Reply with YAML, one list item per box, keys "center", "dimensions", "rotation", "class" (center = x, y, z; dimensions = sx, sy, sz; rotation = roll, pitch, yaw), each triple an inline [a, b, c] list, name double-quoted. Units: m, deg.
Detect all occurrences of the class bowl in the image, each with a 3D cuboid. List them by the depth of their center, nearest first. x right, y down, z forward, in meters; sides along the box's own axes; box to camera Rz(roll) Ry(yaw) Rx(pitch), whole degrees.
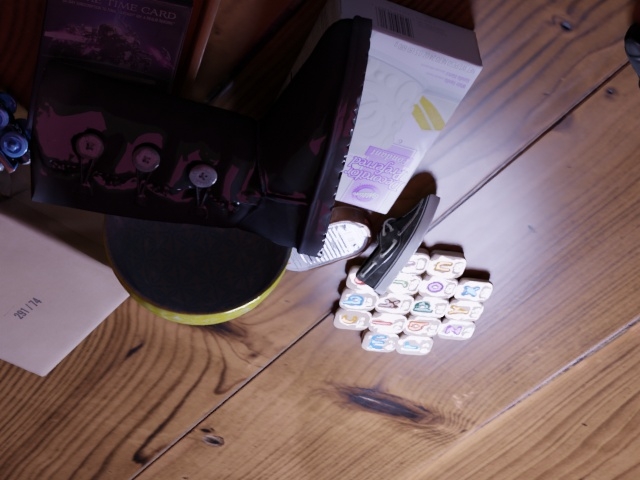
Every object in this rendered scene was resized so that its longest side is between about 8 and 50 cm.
- center: [-0.189, 0.018, 1.797]
  dimensions: [0.289, 0.289, 0.156]
  rotation: [1, 151, -6]
  class: "bowl"

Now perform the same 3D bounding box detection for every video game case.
- center: [-0.307, -0.250, 1.661]
  dimensions: [0.196, 0.026, 0.274]
  rotation: [10, 133, -14]
  class: "video game case"

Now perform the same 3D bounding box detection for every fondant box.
- center: [0.066, -0.209, 1.786]
  dimensions: [0.238, 0.096, 0.330]
  rotation: [15, 134, -19]
  class: "fondant box"

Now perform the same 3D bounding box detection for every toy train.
- center: [-0.515, -0.182, 1.757]
  dimensions: [0.105, 0.080, 0.184]
  rotation: [-27, 115, 14]
  class: "toy train"

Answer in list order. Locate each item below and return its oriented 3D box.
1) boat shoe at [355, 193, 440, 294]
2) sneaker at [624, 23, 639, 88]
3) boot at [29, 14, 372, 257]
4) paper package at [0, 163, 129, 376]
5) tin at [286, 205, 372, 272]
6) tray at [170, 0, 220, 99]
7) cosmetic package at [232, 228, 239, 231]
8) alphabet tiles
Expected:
- center: [0.132, 0.001, 2.016]
  dimensions: [0.070, 0.078, 0.219]
  rotation: [31, 119, -3]
  class: "boat shoe"
- center: [0.583, -0.306, 1.699]
  dimensions: [0.286, 0.109, 0.130]
  rotation: [-21, 127, 32]
  class: "sneaker"
- center: [-0.175, -0.184, 1.633]
  dimensions: [0.445, 0.146, 0.367]
  rotation: [14, 111, 0]
  class: "boot"
- center: [-0.504, 0.042, 1.947]
  dimensions: [0.309, 0.168, 0.325]
  rotation: [29, 128, -30]
  class: "paper package"
- center: [0.000, 0.000, 2.038]
  dimensions: [0.190, 0.040, 0.106]
  rotation: [-18, 130, 13]
  class: "tin"
- center: [-0.282, -0.281, 1.701]
  dimensions: [0.203, 0.076, 0.411]
  rotation: [11, 135, -15]
  class: "tray"
- center: [-0.146, -0.019, 1.949]
  dimensions: [0.231, 0.117, 0.085]
  rotation: [-30, 129, 25]
  class: "cosmetic package"
- center: [0.173, 0.117, 2.181]
  dimensions: [0.278, 0.021, 0.284]
  rotation: [6, 135, -11]
  class: "alphabet tiles"
